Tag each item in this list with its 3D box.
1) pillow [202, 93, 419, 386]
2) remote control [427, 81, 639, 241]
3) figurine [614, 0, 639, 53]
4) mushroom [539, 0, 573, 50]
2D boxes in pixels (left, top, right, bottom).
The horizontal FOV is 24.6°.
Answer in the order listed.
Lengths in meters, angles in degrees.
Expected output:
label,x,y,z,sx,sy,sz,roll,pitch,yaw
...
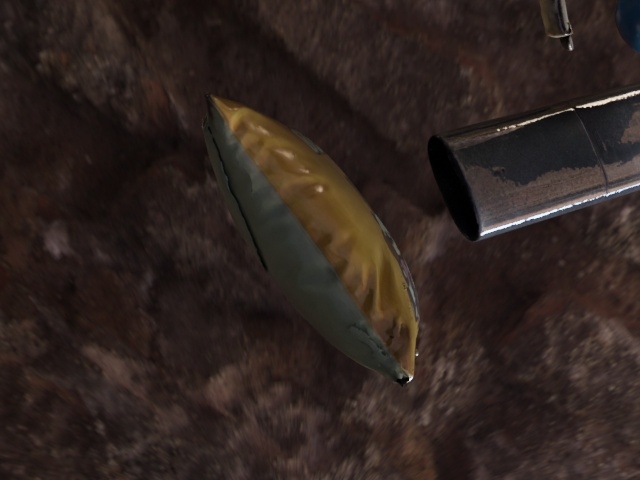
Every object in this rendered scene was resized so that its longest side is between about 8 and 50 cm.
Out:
label,x,y,z,sx,sy,sz,roll,pitch,yaw
pillow,0.000,0.000,1.434,0.119,0.310,0.312,-36,-93,5
remote control,0.267,-0.090,1.427,0.377,0.044,0.107,-17,-104,-34
figurine,0.468,-0.314,1.353,0.243,0.416,0.298,19,-143,-31
mushroom,0.214,-0.274,1.415,0.061,0.060,0.187,-5,-89,37
